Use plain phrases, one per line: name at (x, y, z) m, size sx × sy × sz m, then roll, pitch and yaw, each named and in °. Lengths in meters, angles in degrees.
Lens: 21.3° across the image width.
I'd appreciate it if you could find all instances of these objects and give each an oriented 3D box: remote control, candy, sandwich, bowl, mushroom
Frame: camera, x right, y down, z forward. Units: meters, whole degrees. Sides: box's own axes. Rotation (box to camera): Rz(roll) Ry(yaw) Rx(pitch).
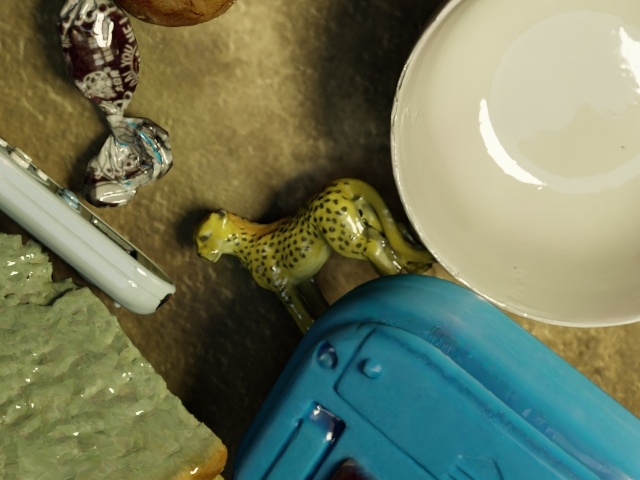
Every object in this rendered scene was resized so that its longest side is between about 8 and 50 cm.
remote control at (-0.217, -0.025, 1.330) m, size 0.244 × 0.087 × 0.047 m, roll 40°, pitch 89°, yaw -9°
candy at (-0.175, -0.135, 1.312) m, size 0.094 × 0.051 × 0.226 m, roll -8°, pitch 108°, yaw 9°
sandwich at (-0.260, 0.138, 1.289) m, size 0.325 × 0.262 × 0.131 m, roll 45°, pitch 142°, yaw 15°
bowl at (0.195, -0.092, 1.254) m, size 0.287 × 0.144 × 0.287 m, roll 1°, pitch 109°, yaw 3°
mushroom at (-0.107, -0.215, 1.265) m, size 0.127 × 0.087 × 0.127 m, roll -8°, pitch 122°, yaw -13°

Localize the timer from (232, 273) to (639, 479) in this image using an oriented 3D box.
timer at (0.099, 0.209, 1.259) m, size 0.340 × 0.115 × 0.309 m, roll 39°, pitch 128°, yaw 11°

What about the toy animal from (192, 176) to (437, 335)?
toy animal at (0.000, 0.000, 1.318) m, size 0.181 × 0.073 × 0.136 m, roll -33°, pitch 95°, yaw 40°
